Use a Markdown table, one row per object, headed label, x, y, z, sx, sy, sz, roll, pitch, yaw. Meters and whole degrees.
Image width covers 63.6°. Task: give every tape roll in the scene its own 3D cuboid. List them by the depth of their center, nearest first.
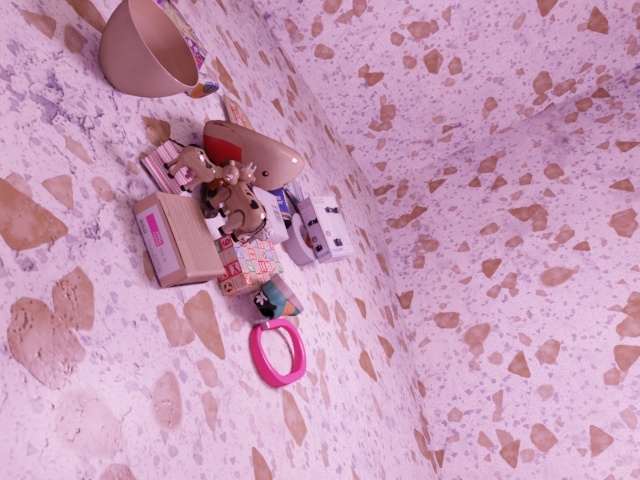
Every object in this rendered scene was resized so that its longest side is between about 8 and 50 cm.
| label | x | y | z | sx | sy | sz | roll | pitch | yaw |
| --- | --- | --- | --- | --- | --- | --- | --- | --- | --- |
| tape roll | -0.091 | -0.003 | 2.206 | 0.219 | 0.072 | 0.219 | 54 | 21 | -33 |

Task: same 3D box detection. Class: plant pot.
| label | x | y | z | sx | sy | sz | roll | pitch | yaw |
| --- | --- | --- | --- | --- | --- | --- | --- | --- | --- |
| plant pot | -0.509 | -0.519 | 1.463 | 0.284 | 0.191 | 0.284 | 55 | 19 | -30 |

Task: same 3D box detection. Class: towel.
| label | x | y | z | sx | sy | sz | roll | pitch | yaw |
| --- | --- | --- | --- | --- | --- | --- | --- | --- | --- |
| towel | -0.444 | -0.207 | 1.519 | 0.144 | 0.029 | 0.197 | 59 | 21 | -20 |
| towel | -0.128 | -0.241 | 2.430 | 0.285 | 0.034 | 0.209 | 56 | 14 | -54 |

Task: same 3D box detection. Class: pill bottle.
| label | x | y | z | sx | sy | sz | roll | pitch | yaw |
| --- | --- | --- | --- | --- | --- | --- | --- | --- | --- |
| pill bottle | -0.192 | -0.148 | 2.017 | 0.123 | 0.123 | 0.219 | 33 | 36 | -60 |

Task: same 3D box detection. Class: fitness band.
| label | x | y | z | sx | sy | sz | roll | pitch | yaw |
| --- | --- | --- | --- | --- | --- | --- | --- | --- | --- |
| fitness band | -0.127 | 0.355 | 1.651 | 0.291 | 0.054 | 0.208 | 11 | 56 | -68 |

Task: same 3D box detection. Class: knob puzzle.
| label | x | y | z | sx | sy | sz | roll | pitch | yaw |
| --- | --- | --- | --- | --- | --- | --- | --- | --- | --- |
| knob puzzle | -0.348 | -0.510 | 2.203 | 0.213 | 0.030 | 0.213 | 54 | 20 | -30 |

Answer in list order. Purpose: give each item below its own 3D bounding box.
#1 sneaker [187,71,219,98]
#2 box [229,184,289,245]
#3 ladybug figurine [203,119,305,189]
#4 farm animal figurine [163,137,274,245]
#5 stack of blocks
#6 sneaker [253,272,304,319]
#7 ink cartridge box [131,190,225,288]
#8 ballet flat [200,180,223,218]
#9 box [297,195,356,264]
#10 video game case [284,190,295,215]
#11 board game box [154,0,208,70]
| label | x | y | z | sx | sy | sz | roll | pitch | yaw |
| --- | --- | --- | --- | --- | --- | --- | --- | --- | --- |
| sneaker | -0.463 | -0.591 | 1.835 | 0.130 | 0.112 | 0.296 | 66 | 16 | 1 |
| box | -0.223 | -0.078 | 1.835 | 0.182 | 0.119 | 0.180 | 21 | 47 | -65 |
| ladybug figurine | -0.245 | -0.284 | 1.749 | 0.305 | 0.161 | 0.449 | 19 | 7 | -43 |
| farm animal figurine | -0.254 | -0.148 | 1.476 | 0.326 | 0.172 | 0.330 | 57 | 11 | 8 |
| stack of blocks | -0.227 | 0.081 | 1.663 | 0.171 | 0.087 | 0.297 | 69 | 17 | 10 |
| sneaker | -0.140 | 0.197 | 1.657 | 0.108 | 0.121 | 0.302 | 49 | -7 | 23 |
| ink cartridge box | -0.367 | 0.000 | 1.355 | 0.234 | 0.088 | 0.193 | 68 | 17 | 9 |
| ballet flat | -0.357 | -0.147 | 1.663 | 0.084 | 0.058 | 0.249 | 31 | 28 | -31 |
| box | 0.027 | -0.051 | 2.257 | 0.169 | 0.087 | 0.289 | -5 | 70 | -47 |
| video game case | -0.193 | -0.190 | 2.236 | 0.285 | 0.025 | 0.204 | 15 | 52 | -69 |
| board game box | -0.563 | -0.820 | 1.962 | 0.346 | 0.056 | 0.208 | 54 | 25 | -33 |
